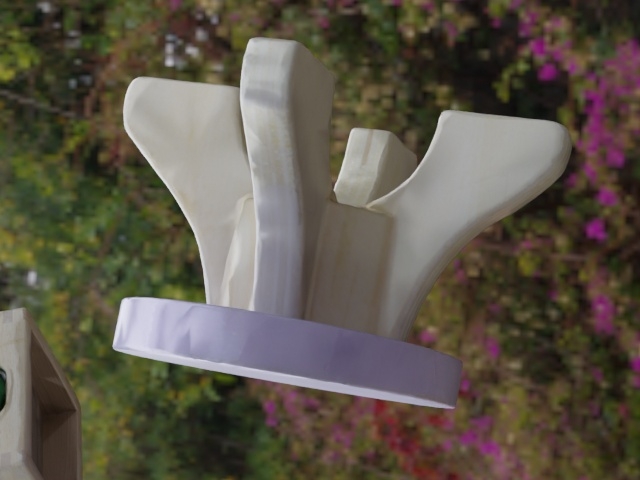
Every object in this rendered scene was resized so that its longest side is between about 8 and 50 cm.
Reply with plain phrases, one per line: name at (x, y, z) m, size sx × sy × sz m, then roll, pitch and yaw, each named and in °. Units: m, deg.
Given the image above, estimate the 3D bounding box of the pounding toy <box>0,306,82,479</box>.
pounding toy at (-0.207, 0.105, 0.945) m, size 0.141 × 0.100 × 0.130 m, roll 73°, pitch -173°, yaw -50°

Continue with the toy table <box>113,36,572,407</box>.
toy table at (0.000, 0.000, 0.883) m, size 0.274 × 0.252 × 0.160 m, roll 58°, pitch -138°, yaw -81°
